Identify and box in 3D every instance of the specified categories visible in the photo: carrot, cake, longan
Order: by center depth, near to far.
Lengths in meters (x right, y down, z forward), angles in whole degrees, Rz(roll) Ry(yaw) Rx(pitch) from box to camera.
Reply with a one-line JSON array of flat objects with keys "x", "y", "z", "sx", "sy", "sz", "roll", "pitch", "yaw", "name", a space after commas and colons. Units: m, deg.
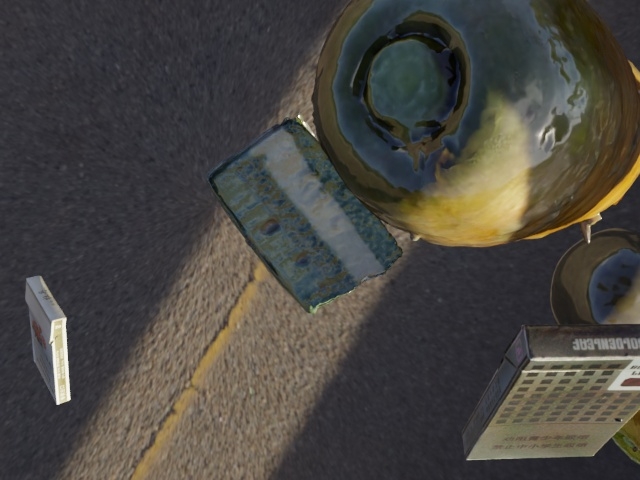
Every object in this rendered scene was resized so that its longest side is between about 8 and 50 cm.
[{"x": 0.145, "y": -0.105, "z": 0.755, "sx": 0.224, "sy": 0.341, "sz": 0.224, "roll": 0, "pitch": 91, "yaw": 34, "name": "carrot"}, {"x": 0.002, "y": 0.002, "z": 1.186, "sx": 0.158, "sy": 0.172, "sz": 0.283, "roll": -35, "pitch": 51, "yaw": -3, "name": "cake"}, {"x": 0.523, "y": 0.089, "z": 1.662, "sx": 0.246, "sy": 0.246, "sz": 0.215, "roll": -30, "pitch": 62, "yaw": -5, "name": "longan"}]

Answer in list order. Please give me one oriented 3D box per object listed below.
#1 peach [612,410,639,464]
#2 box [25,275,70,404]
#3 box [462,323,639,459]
[{"x": 0.517, "y": 0.223, "z": 1.303, "sx": 0.231, "sy": 0.231, "sz": 0.230, "roll": 0, "pitch": 92, "yaw": -6, "name": "peach"}, {"x": -0.439, "y": 0.162, "z": 1.496, "sx": 0.029, "sy": 0.109, "sz": 0.198, "roll": -18, "pitch": 138, "yaw": -29, "name": "box"}, {"x": 0.289, "y": 0.188, "z": 1.108, "sx": 0.181, "sy": 0.324, "sz": 0.047, "roll": 0, "pitch": 58, "yaw": -5, "name": "box"}]
